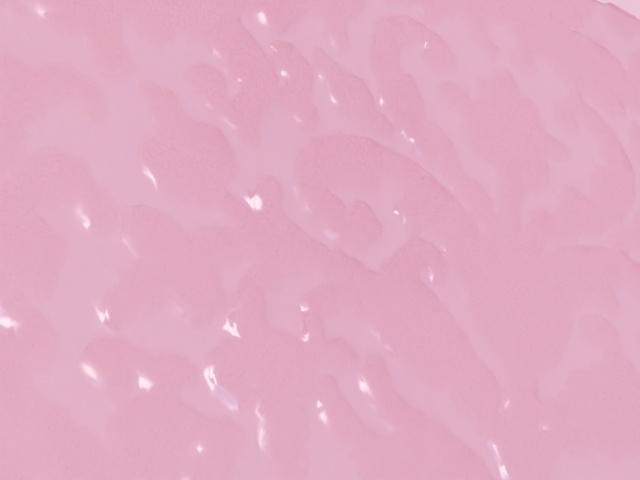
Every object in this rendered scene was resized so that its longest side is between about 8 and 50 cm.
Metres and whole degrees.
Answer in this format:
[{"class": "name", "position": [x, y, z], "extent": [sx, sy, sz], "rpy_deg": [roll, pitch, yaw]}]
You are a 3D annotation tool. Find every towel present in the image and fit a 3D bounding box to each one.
[{"class": "towel", "position": [0.000, 0.000, 0.668], "extent": [0.332, 0.053, 0.317], "rpy_deg": [21, 53, -30]}]
